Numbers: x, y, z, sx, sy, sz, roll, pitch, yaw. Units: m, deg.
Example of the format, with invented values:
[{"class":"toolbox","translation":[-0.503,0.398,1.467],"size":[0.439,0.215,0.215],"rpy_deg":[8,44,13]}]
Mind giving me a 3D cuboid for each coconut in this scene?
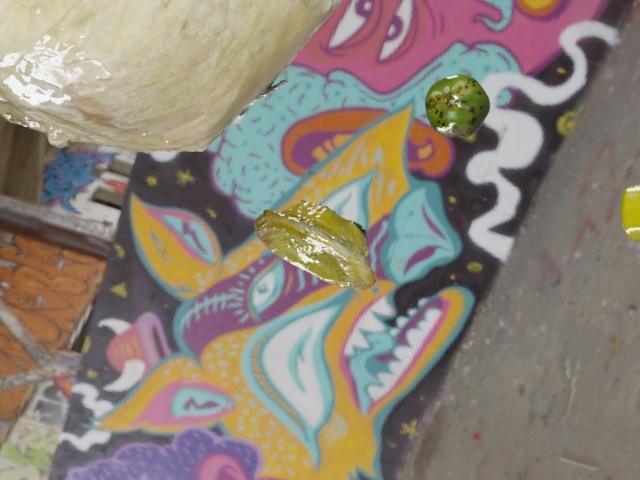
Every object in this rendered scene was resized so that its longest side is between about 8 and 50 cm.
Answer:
[{"class":"coconut","translation":[-0.189,-0.257,0.726],"size":[0.404,0.404,0.405],"rpy_deg":[-162,90,-83]}]

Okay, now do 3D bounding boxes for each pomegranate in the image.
[{"class":"pomegranate","translation":[0.325,-0.301,1.868],"size":[0.122,0.169,0.143],"rpy_deg":[-19,70,40]}]

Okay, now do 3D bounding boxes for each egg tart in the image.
[{"class":"egg tart","translation":[0.000,0.000,1.863],"size":[0.120,0.315,0.315],"rpy_deg":[-62,4,-16]}]

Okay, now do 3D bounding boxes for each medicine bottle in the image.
[{"class":"medicine bottle","translation":[0.750,-0.065,1.727],"size":[0.212,0.122,0.122],"rpy_deg":[-5,59,37]}]
